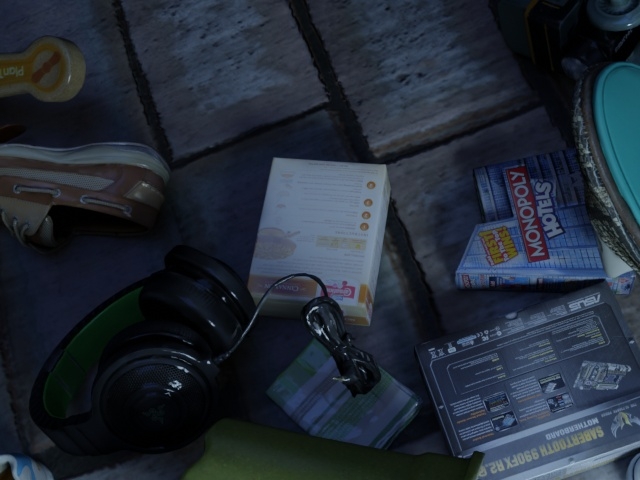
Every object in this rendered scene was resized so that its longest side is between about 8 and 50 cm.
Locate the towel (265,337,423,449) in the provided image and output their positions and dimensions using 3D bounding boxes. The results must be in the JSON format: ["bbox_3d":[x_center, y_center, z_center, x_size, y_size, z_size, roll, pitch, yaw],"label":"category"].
[{"bbox_3d":[0.025,0.179,1.193,0.152,0.023,0.113,37,75,23],"label":"towel"}]

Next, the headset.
[{"bbox_3d":[-0.136,0.131,1.142,0.394,0.185,0.243,-18,32,32],"label":"headset"}]

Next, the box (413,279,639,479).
[{"bbox_3d":[0.239,0.166,1.142,0.231,0.056,0.183,-20,64,1],"label":"box"}]

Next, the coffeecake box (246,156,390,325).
[{"bbox_3d":[0.000,0.000,1.256,0.142,0.068,0.185,5,66,12],"label":"coffeecake box"}]

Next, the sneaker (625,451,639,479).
[{"bbox_3d":[0.440,0.249,1.046,0.258,0.091,0.094,8,66,13],"label":"sneaker"}]

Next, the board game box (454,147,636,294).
[{"bbox_3d":[0.243,-0.016,1.226,0.194,0.060,0.194,-11,64,4],"label":"board game box"}]

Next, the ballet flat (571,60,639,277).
[{"bbox_3d":[0.399,0.039,1.071,0.483,0.182,0.164,47,64,5],"label":"ballet flat"}]

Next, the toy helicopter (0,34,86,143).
[{"bbox_3d":[-0.455,-0.196,1.379,0.355,0.140,0.235,0,90,29],"label":"toy helicopter"}]

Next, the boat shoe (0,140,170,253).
[{"bbox_3d":[-0.352,-0.049,1.317,0.324,0.123,0.116,-5,66,10],"label":"boat shoe"}]

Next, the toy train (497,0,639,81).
[{"bbox_3d":[0.374,-0.340,1.321,0.190,0.142,0.334,30,73,31],"label":"toy train"}]

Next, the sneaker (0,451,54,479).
[{"bbox_3d":[-0.382,0.338,1.151,0.087,0.092,0.228,18,70,16],"label":"sneaker"}]

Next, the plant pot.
[{"bbox_3d":[-0.007,0.292,0.993,0.254,0.276,0.276,17,69,13],"label":"plant pot"}]
